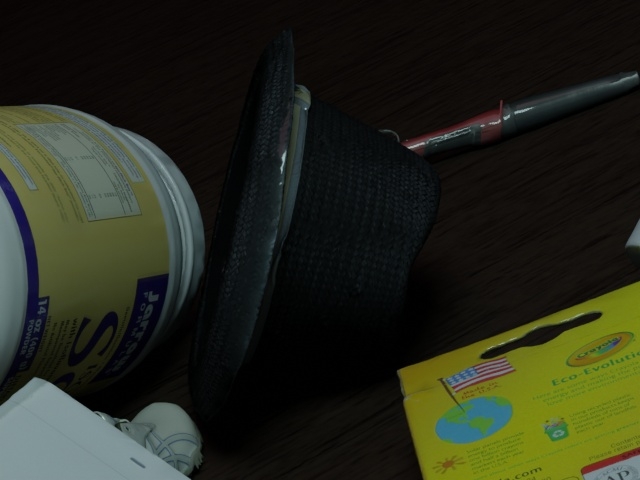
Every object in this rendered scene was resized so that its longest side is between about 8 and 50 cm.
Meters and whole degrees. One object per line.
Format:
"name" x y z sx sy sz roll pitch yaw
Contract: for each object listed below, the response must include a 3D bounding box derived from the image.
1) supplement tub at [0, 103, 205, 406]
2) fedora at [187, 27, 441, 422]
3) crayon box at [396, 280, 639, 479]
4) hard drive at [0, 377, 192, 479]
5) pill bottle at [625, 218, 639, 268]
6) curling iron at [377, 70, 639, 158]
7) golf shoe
"supplement tub" -0.254 0.016 1.486 0.241 0.241 0.331 -10 0 25
"fedora" 0.000 0.000 1.470 0.152 0.334 0.334 13 23 -6
"crayon box" 0.167 0.140 1.148 0.202 0.081 0.318 -20 23 4
"hard drive" -0.201 0.230 1.189 0.203 0.040 0.307 32 46 18
"pill bottle" 0.322 -0.081 1.313 0.272 0.152 0.152 -57 31 -7
"curling iron" 0.159 -0.113 1.787 0.274 0.035 0.068 -18 23 9
"golf shoe" -0.134 0.149 1.390 0.069 0.086 0.176 -17 21 15
